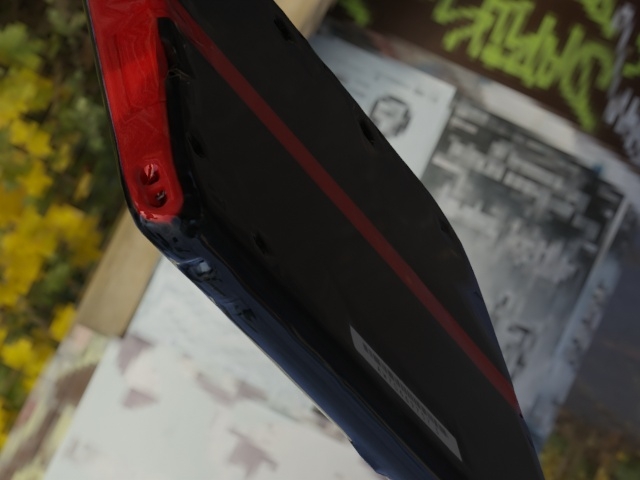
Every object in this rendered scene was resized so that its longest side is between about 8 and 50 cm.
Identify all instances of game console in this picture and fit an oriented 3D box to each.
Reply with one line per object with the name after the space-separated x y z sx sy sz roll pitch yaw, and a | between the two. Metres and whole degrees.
0.000 0.000 0.953 0.386 0.060 0.342 47 -161 -37 | game console
